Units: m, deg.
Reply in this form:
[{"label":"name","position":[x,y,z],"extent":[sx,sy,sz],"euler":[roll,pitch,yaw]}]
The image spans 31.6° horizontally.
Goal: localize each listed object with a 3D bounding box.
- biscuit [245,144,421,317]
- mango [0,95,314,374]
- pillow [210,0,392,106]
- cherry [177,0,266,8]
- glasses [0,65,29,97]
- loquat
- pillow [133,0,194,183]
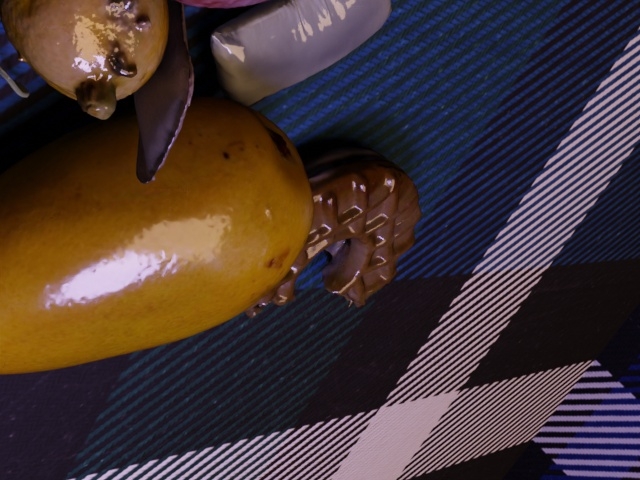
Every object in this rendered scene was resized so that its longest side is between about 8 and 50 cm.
[{"label":"biscuit","position":[0.002,-0.014,1.591],"extent":[0.366,0.115,0.268],"euler":[-3,131,-51]},{"label":"mango","position":[-0.218,0.002,1.238],"extent":[0.446,0.232,0.300],"euler":[-24,152,-13]},{"label":"pillow","position":[-0.015,-0.252,1.297],"extent":[0.254,0.078,0.144],"euler":[-33,149,-16]},{"label":"cherry","position":[-0.052,-0.314,1.074],"extent":[0.250,0.192,0.175],"euler":[-42,114,2]},{"label":"glasses","position":[-0.363,-0.148,1.036],"extent":[0.207,0.102,0.239],"euler":[-53,164,-49]},{"label":"loquat","position":[-0.210,-0.200,1.021],"extent":[0.150,0.204,0.172],"euler":[-13,155,-10]},{"label":"pillow","position":[-0.156,-0.165,1.106],"extent":[0.038,0.232,0.130],"euler":[16,127,-26]}]
